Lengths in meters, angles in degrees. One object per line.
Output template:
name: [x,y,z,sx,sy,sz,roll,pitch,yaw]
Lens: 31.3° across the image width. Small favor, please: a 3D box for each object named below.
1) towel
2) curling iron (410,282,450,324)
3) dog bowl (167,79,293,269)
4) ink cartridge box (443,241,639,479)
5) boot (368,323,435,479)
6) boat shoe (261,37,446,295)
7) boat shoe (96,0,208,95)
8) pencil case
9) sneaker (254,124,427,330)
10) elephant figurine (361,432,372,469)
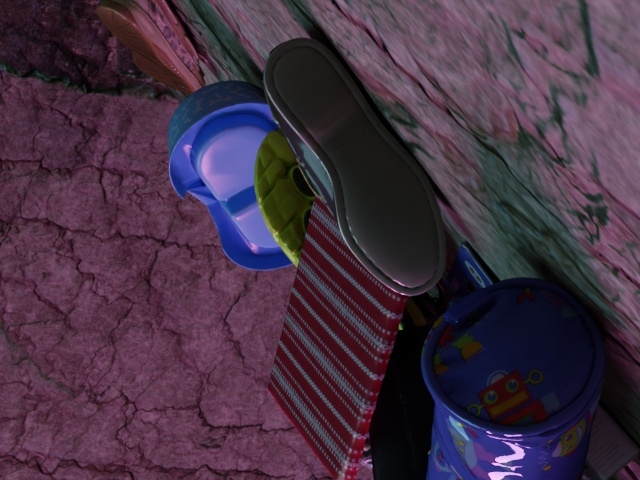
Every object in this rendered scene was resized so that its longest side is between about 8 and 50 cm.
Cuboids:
towel: [0.024,0.067,1.092,0.031,0.275,0.199,6,-161,-26]
curling iron: [0.129,0.084,1.352,0.068,0.035,0.274,61,179,11]
dog bowl: [-0.085,-0.083,1.430,0.297,0.166,0.074,56,-174,-49]
ink cartridge box: [0.176,0.117,1.034,0.224,0.045,0.223,51,176,10]
boot: [0.124,0.352,1.121,0.367,0.146,0.445,83,175,-55]
boat shoe: [0.028,-0.061,0.921,0.227,0.081,0.068,60,177,-11]
boat shoe: [-0.229,-0.298,1.686,0.105,0.089,0.285,22,168,19]
pencil case: [0.135,0.148,0.855,0.133,0.119,0.306,44,160,29]
sneaker: [0.011,0.011,1.250,0.295,0.109,0.123,63,172,-4]
elephant figurine: [0.091,0.190,1.342,0.169,0.186,0.239,14,162,8]
